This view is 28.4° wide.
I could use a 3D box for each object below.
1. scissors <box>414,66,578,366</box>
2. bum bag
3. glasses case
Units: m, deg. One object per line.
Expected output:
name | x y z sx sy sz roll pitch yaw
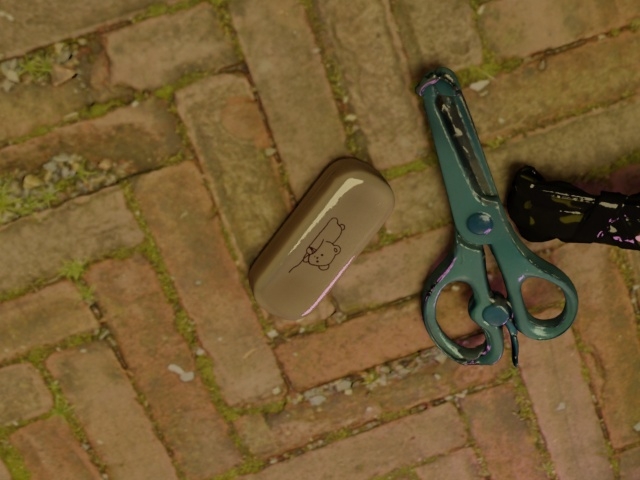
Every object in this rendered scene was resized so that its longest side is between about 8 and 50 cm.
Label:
scissors | 0.172 -0.018 1.406 0.180 0.032 0.393 -13 120 13
bum bag | 0.325 -0.030 1.413 0.232 0.060 0.107 7 143 5
glasses case | 0.000 0.000 1.380 0.083 0.050 0.196 29 108 -24
